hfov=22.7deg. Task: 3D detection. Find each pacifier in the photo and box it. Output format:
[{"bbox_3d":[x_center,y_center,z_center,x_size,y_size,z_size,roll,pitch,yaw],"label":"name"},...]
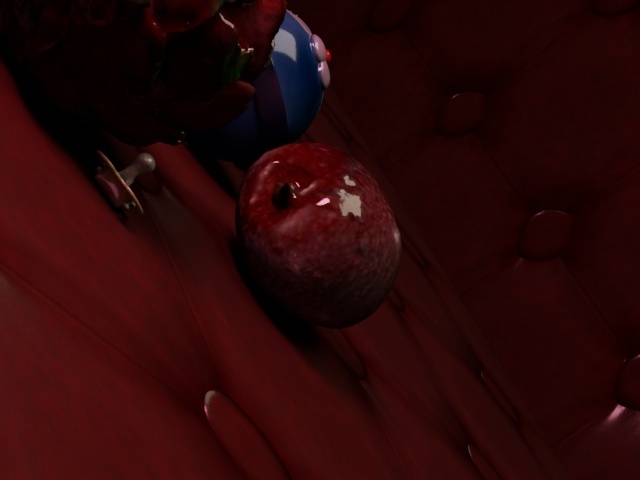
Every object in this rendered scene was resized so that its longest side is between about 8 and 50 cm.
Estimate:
[{"bbox_3d":[-0.204,-0.068,1.702,0.083,0.064,0.068,54,-8,4],"label":"pacifier"}]

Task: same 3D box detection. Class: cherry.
[{"bbox_3d":[0.000,0.000,2.050,0.230,0.203,0.300,59,-3,44],"label":"cherry"}]

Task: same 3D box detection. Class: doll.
[{"bbox_3d":[-0.115,-0.237,2.292,0.310,0.240,0.284,-142,-144,-62],"label":"doll"}]

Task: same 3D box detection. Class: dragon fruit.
[{"bbox_3d":[-0.192,-0.257,1.741,0.329,0.329,0.329,51,9,-11],"label":"dragon fruit"}]
